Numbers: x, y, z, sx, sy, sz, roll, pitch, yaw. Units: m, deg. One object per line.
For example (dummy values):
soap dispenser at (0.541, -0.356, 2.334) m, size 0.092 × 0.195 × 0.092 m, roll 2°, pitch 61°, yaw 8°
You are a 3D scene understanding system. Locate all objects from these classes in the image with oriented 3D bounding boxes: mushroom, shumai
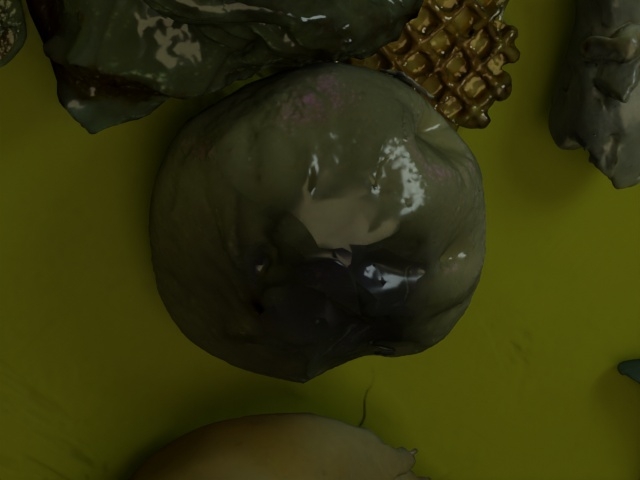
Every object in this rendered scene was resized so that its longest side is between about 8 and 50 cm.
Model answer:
mushroom at (0.221, -0.172, 1.329) m, size 0.099 × 0.096 × 0.278 m, roll -40°, pitch 127°, yaw -48°
shumai at (-0.066, -0.184, 1.222) m, size 0.271 × 0.222 × 0.204 m, roll 1°, pitch 149°, yaw -24°

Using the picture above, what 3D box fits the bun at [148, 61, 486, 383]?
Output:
bun at (-0.005, -0.002, 1.278) m, size 0.272 × 0.168 × 0.273 m, roll 0°, pitch 129°, yaw 0°

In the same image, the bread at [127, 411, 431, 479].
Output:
bread at (0.002, 0.344, 1.401) m, size 0.329 × 0.245 × 0.424 m, roll -32°, pitch 113°, yaw 0°

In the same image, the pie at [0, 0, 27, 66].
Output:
pie at (-0.255, -0.159, 1.242) m, size 0.085 × 0.017 × 0.085 m, roll -6°, pitch 115°, yaw -12°

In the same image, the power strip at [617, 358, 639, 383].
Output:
power strip at (0.318, 0.228, 1.538) m, size 0.167 × 0.054 × 0.253 m, roll 4°, pitch 109°, yaw -14°

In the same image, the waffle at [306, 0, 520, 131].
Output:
waffle at (0.071, -0.155, 1.320) m, size 0.191 × 0.038 × 0.191 m, roll -6°, pitch 114°, yaw -12°
